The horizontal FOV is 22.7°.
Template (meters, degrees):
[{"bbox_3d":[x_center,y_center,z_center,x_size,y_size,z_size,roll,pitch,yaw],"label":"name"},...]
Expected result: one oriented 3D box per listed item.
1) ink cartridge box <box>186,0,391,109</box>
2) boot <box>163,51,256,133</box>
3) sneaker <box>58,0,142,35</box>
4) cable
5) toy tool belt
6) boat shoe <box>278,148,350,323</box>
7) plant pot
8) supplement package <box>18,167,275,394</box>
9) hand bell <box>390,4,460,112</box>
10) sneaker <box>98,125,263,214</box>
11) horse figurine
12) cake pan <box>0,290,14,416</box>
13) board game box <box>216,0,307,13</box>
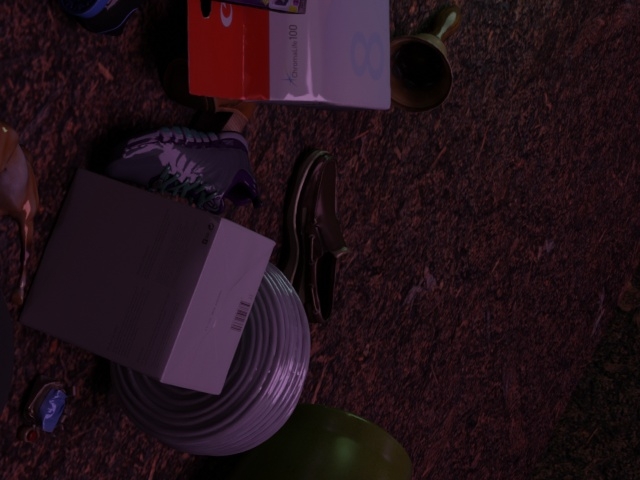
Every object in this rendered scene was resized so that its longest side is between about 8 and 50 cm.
[{"bbox_3d":[-0.030,-0.321,1.954,0.385,0.091,0.308,-4,94,-63],"label":"ink cartridge box"},{"bbox_3d":[-0.119,-0.218,1.959,0.152,0.073,0.197,-63,162,-19],"label":"boot"},{"bbox_3d":[-0.203,-0.331,1.718,0.232,0.081,0.090,-62,156,-3],"label":"sneaker"},{"bbox_3d":[-0.136,0.131,1.937,0.089,0.257,0.257,35,76,-58],"label":"cable"},{"bbox_3d":[-0.319,0.202,1.861,0.052,0.051,0.083,25,84,-63],"label":"toy tool belt"},{"bbox_3d":[0.004,-0.001,2.300,0.095,0.095,0.257,-23,126,-57],"label":"boat shoe"},{"bbox_3d":[-0.027,0.441,2.300,0.366,0.366,0.353,74,30,-49],"label":"plant pot"},{"bbox_3d":[-0.196,0.048,1.827,0.149,0.203,0.194,28,83,-64],"label":"supplement package"},{"bbox_3d":[0.174,-0.306,2.458,0.242,0.126,0.126,-58,153,-53],"label":"hand bell"},{"bbox_3d":[-0.156,-0.077,1.886,0.224,0.098,0.083,-7,155,-45],"label":"sneaker"},{"bbox_3d":[-0.327,-0.052,1.566,0.263,0.066,0.174,65,29,-66],"label":"horse figurine"},{"bbox_3d":[-0.411,0.128,1.580,0.293,0.054,0.293,-20,114,-54],"label":"cake pan"},{"bbox_3d":[-0.081,-0.440,1.800,0.208,0.056,0.346,1,97,-43],"label":"board game box"}]
